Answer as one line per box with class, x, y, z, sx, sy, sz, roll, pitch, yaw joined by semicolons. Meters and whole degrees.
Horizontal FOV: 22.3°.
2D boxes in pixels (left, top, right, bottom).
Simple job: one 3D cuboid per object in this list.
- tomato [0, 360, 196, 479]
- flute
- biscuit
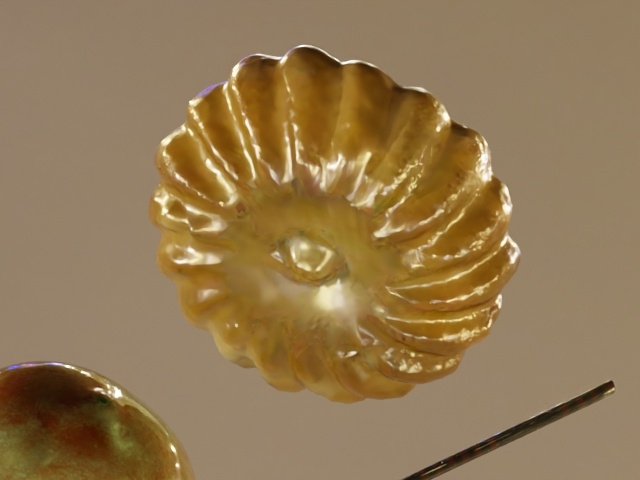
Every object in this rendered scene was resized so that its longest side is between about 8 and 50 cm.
tomato;-0.233;0.222;1.410;0.270;0.223;0.270;21;-147;-14
flute;0.144;0.180;1.416;0.269;0.014;0.014;-23;-143;-16
biscuit;0.000;0.000;1.364;0.325;0.326;0.107;18;-150;13
